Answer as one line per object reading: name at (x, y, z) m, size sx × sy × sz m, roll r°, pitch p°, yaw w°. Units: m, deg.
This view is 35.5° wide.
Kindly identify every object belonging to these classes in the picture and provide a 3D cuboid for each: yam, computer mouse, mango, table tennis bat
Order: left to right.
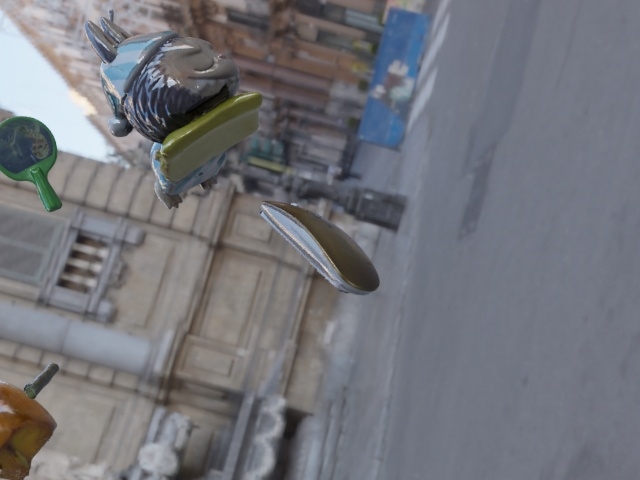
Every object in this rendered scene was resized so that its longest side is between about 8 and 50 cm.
mango at (-0.662, 0.385, 2.089) m, size 0.350 × 0.201 × 0.199 m, roll 18°, pitch 112°, yaw 60°
table tennis bat at (-0.718, -0.189, 2.494) m, size 0.257 × 0.160 × 0.039 m, roll 63°, pitch 161°, yaw -4°
yam at (-0.529, 0.261, 1.914) m, size 0.129 × 0.027 × 0.033 m, roll -71°, pitch -37°, yaw -71°
computer mouse at (0.000, 0.000, 1.606) m, size 0.126 × 0.245 × 0.056 m, roll 14°, pitch -67°, yaw -50°

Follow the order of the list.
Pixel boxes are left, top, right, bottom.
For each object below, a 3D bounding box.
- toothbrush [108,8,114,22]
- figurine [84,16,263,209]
toothbrush at (-0.501, -0.486, 2.406) m, size 0.017 × 0.014 × 0.162 m, roll -70°, pitch -8°, yaw -48°
figurine at (-0.327, -0.314, 2.083) m, size 0.266 × 0.377 × 0.361 m, roll -29°, pitch -12°, yaw -30°
